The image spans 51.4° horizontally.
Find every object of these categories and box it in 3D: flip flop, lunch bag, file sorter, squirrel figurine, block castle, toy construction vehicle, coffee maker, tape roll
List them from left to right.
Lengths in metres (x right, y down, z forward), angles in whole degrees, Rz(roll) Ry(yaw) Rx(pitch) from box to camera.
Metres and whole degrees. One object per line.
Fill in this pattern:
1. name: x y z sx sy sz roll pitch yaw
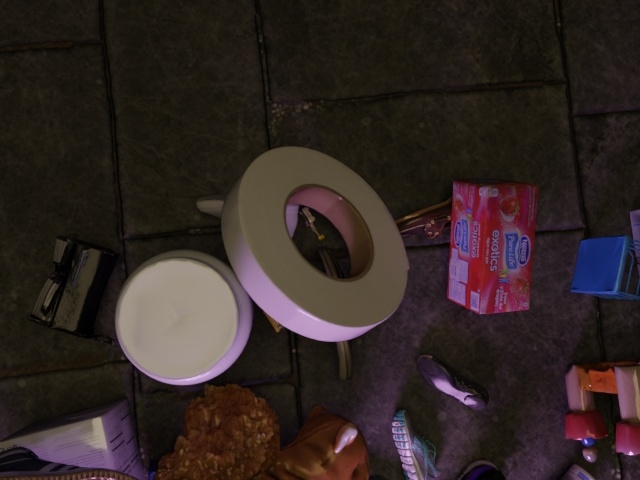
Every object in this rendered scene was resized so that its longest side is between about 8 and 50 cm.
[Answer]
1. coffee maker: -0.469 0.096 1.328 0.171 0.120 0.178 22 86 -26
2. lunch bag: -0.305 0.476 1.312 0.067 0.098 0.065 -1 88 -10
3. squirrel figurine: -0.097 0.443 1.244 0.370 0.281 0.397 -44 99 -13
4. tape roll: 0.000 0.000 1.255 0.392 0.072 0.392 22 49 -27
5. toy construction vehicle: 0.002 -0.059 1.409 0.086 0.035 0.098 -36 92 -17
6. flip flop: 0.018 0.151 1.365 0.080 0.112 0.277 -7 92 6
7. file sorter: 0.619 0.062 1.380 0.104 0.170 0.118 14 85 -6
8. block castle: 0.746 0.336 1.309 0.453 0.303 0.213 -3 81 -5

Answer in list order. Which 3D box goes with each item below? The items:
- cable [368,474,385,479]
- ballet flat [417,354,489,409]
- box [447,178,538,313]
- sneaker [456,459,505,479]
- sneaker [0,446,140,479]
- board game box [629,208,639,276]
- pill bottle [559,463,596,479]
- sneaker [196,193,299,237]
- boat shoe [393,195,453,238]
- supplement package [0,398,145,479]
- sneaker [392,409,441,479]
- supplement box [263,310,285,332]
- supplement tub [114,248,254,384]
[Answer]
1. cable: 0.106 0.571 1.372 0.184 0.047 0.151 36 89 -4
2. ballet flat: 0.278 0.298 1.407 0.173 0.049 0.057 35 117 2
3. box: 0.344 0.007 1.344 0.122 0.128 0.257 -3 100 -20
4. sneaker: 0.280 0.582 1.329 0.102 0.146 0.293 32 84 -2
5. sneaker: -0.434 0.411 1.112 0.282 0.153 0.099 14 83 -28
6. board game box: 0.762 0.071 1.364 0.097 0.224 0.304 -5 87 -9
7. pill bottle: 0.516 0.543 1.385 0.078 0.078 0.137 45 84 -1
8. sneaker: -0.153 -0.044 1.377 0.212 0.080 0.094 5 106 -1
9. boat shoe: 0.242 -0.041 1.403 0.206 0.073 0.073 -21 85 -6
10. supplement package: -0.452 0.464 1.250 0.199 0.198 0.263 -14 87 -4
11. sneaker: 0.202 0.429 1.384 0.076 0.065 0.167 -15 91 -22
12. supplement box: -0.071 0.146 1.381 0.083 0.043 0.055 -35 88 -7
13. supplement tub: -0.242 0.137 1.226 0.235 0.325 0.236 0 86 -4
